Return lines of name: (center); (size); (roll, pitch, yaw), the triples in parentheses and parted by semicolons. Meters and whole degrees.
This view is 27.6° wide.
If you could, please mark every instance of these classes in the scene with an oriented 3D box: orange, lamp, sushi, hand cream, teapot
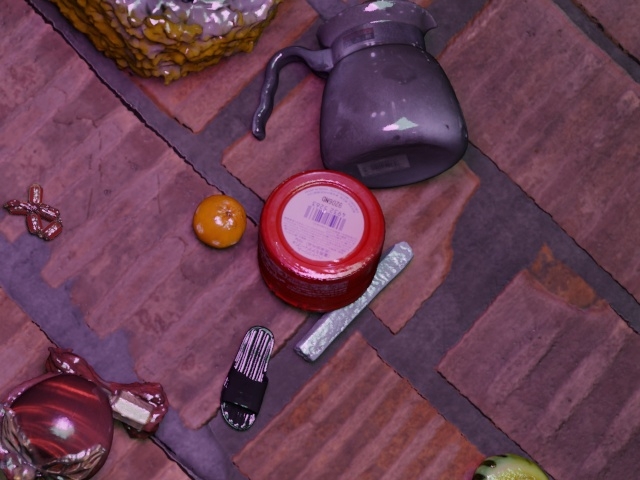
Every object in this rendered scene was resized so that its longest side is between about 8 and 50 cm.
orange: (-0.151, -0.029, 1.950); (0.083, 0.070, 0.083); (5, 73, -18)
lamp: (-0.414, -0.036, 1.903); (0.063, 0.031, 0.083); (-38, 94, -19)
sushi: (-0.229, -0.444, 1.935); (0.396, 0.240, 0.351); (43, 72, 1)
lamp: (-0.336, 0.253, 1.795); (0.215, 0.151, 0.223); (31, 70, -11)
hand cream: (0.000, 0.000, 1.934); (0.193, 0.125, 0.193); (2, 67, -4)
teapot: (0.067, -0.233, 2.019); (0.223, 0.305, 0.285); (15, 62, -49)

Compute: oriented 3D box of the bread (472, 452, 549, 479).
bread: (0.281, 0.391, 1.969); (0.130, 0.071, 0.139); (30, 70, -10)

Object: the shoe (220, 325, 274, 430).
shoe: (-0.104, 0.199, 1.922); (0.062, 0.053, 0.159); (20, 71, -13)

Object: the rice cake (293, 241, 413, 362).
rice cake: (0.054, 0.091, 1.990); (0.042, 0.045, 0.245); (46, 71, -1)
